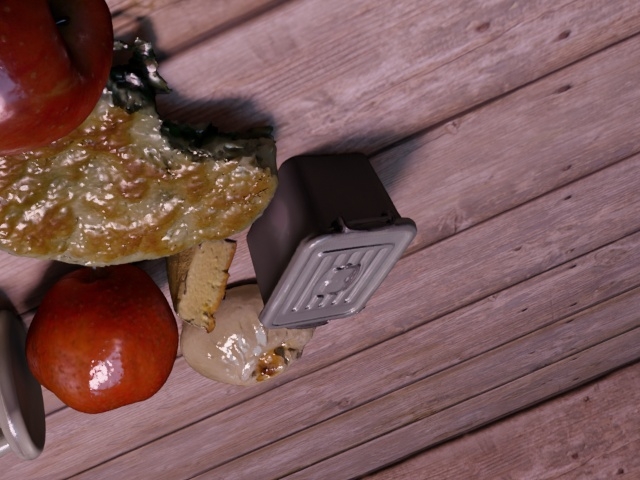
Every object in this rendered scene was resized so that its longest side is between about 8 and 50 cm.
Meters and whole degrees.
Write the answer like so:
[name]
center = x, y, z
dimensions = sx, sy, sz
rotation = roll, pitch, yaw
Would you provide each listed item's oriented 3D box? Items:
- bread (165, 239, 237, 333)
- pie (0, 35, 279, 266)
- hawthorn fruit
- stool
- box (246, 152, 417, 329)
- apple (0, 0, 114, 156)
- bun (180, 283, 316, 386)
[bread]
center = -0.154, 0.055, 1.168
dimensions = 0.080, 0.109, 0.084
rotation = -30, 147, 23
[pie]
center = -0.212, -0.068, 0.935
dimensions = 0.296, 0.078, 0.371
rotation = -33, 149, 20
[hawthorn fruit]
center = -0.276, 0.101, 1.115
dimensions = 0.196, 0.196, 0.225
rotation = -11, 126, -20
[stool]
center = -0.469, 0.200, 1.117
dimensions = 0.198, 0.195, 0.195
rotation = -11, 152, -10
[box]
center = 0.000, 0.000, 1.145
dimensions = 0.163, 0.135, 0.243
rotation = -8, 149, -27
[apple]
center = -0.252, -0.149, 0.662
dimensions = 0.168, 0.181, 0.181
rotation = -8, 159, 25
[bun]
center = -0.104, 0.159, 1.365
dimensions = 0.222, 0.127, 0.222
rotation = -14, 150, -8
